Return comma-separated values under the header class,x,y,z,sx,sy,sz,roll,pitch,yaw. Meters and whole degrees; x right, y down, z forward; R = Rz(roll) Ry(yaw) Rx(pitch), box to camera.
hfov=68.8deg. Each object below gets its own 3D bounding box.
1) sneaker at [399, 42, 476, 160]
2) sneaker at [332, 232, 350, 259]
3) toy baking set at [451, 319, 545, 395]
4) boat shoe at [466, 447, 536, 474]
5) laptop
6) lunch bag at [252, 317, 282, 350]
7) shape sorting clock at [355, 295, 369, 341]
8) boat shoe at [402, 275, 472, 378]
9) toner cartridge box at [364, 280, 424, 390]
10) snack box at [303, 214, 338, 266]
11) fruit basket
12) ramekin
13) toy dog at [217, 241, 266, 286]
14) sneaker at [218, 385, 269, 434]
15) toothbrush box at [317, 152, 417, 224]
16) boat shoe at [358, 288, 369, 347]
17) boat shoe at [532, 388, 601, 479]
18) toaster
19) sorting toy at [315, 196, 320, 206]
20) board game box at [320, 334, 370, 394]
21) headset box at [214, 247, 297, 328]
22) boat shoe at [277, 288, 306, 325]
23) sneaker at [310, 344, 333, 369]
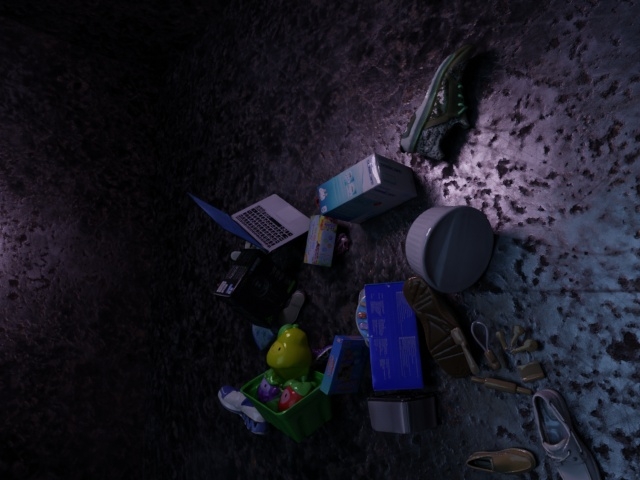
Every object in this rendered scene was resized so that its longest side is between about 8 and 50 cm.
class,x,y,z,sx,sy,sz,roll,pitch,yaw
sneaker,0.439,-0.451,1.583,0.182,0.158,0.409,31,105,14
sneaker,0.082,0.032,1.901,0.057,0.047,0.119,35,109,33
toy baking set,0.506,0.334,1.344,0.257,0.030,0.196,1,87,29
boat shoe,0.498,0.622,1.301,0.190,0.072,0.068,-29,61,40
laptop,-0.295,-0.134,2.034,0.382,0.408,0.236,38,150,44
lunch bag,-0.246,0.402,2.134,0.128,0.096,0.151,-52,58,27
shape sorting clock,0.225,0.268,1.641,0.207,0.040,0.205,-3,76,12
boat shoe,0.385,0.262,1.477,0.122,0.110,0.340,-30,78,27
toner cartridge box,0.244,0.316,1.567,0.166,0.075,0.347,-5,78,7
snack box,0.000,0.000,1.933,0.174,0.070,0.206,-177,98,-71
fruit basket,-0.137,0.530,1.813,0.392,0.283,0.391,36,140,38
ramekin,0.381,0.016,1.424,0.127,0.273,0.272,29,103,59
toy dog,-0.395,0.145,2.300,0.220,0.161,0.333,25,100,47
sneaker,-0.317,0.719,2.137,0.316,0.128,0.182,23,95,40
toothbrush box,0.169,-0.181,1.722,0.296,0.217,0.126,-27,64,40
boat shoe,0.183,0.283,1.723,0.081,0.080,0.227,149,121,-67
boat shoe,0.608,0.521,1.186,0.098,0.096,0.276,-39,56,35
toaster,0.272,0.544,1.496,0.186,0.168,0.110,-18,71,45
sorting toy,0.026,-0.160,2.008,0.102,0.042,0.061,38,126,32
board game box,0.096,0.452,1.707,0.047,0.160,0.210,20,96,48
headset box,-0.270,0.213,2.028,0.131,0.283,0.246,2,53,47
boat shoe,-0.121,0.295,2.065,0.206,0.075,0.065,-58,3,29
sneaker,-0.008,0.462,1.889,0.170,0.068,0.071,-43,48,34
